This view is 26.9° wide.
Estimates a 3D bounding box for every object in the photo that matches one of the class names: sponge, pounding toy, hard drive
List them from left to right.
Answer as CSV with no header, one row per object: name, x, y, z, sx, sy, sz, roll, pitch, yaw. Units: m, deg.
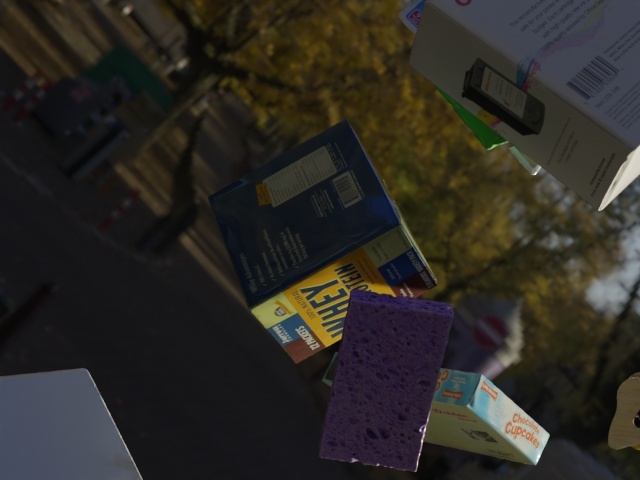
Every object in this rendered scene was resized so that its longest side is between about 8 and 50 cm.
hard drive,-0.428,0.283,1.772,0.353,0.047,0.233,-2,47,-40
sponge,0.073,0.161,1.522,0.117,0.210,0.031,10,24,-2
pounding toy,0.555,0.254,1.910,0.155,0.269,0.154,-3,85,-68

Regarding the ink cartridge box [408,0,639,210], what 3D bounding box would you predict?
ink cartridge box,0.295,-0.216,1.604,0.306,0.226,0.131,40,-31,18

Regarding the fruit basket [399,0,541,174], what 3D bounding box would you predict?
fruit basket,0.333,-0.328,2.104,0.327,0.353,0.165,50,-24,-9

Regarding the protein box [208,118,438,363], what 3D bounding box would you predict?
protein box,0.000,0.000,1.632,0.136,0.201,0.200,54,9,-48

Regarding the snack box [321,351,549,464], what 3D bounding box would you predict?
snack box,0.172,0.256,2.066,0.322,0.060,0.187,4,-30,49
